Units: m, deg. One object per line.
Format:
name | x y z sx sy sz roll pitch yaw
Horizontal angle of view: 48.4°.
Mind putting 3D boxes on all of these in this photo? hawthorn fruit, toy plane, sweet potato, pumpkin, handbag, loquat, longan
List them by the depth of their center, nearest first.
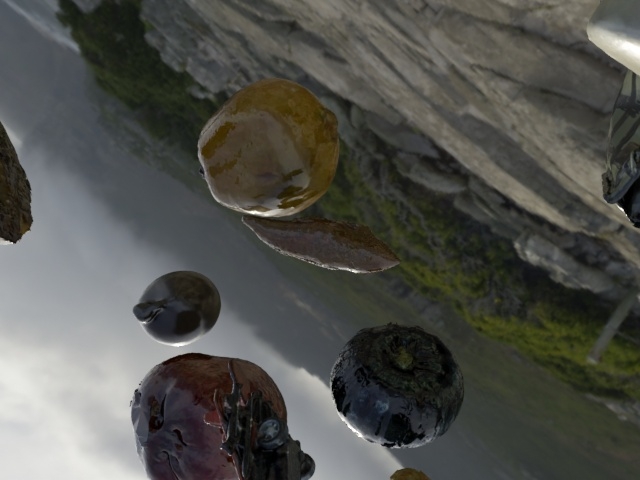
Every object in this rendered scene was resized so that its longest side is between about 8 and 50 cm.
toy plane | -0.033 0.172 0.479 0.130 0.061 0.189 63 180 -39
sweet potato | 0.000 0.000 0.857 0.206 0.068 0.060 12 150 11
loquat | -0.076 -0.128 1.012 0.176 0.234 0.187 -5 -107 -57
handbag | 0.562 -0.210 1.155 0.163 0.325 0.327 16 -159 20
pumpkin | 0.132 0.250 1.240 0.233 0.233 0.163 38 137 32
hawthorn fruit | -0.204 0.351 1.361 0.311 0.295 0.295 12 -171 -27
longan | -0.310 0.144 1.524 0.204 0.185 0.159 -3 -113 -50

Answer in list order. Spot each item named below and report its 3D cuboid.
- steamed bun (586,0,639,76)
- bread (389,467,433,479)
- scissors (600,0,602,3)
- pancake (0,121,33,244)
steamed bun | 0.434 -0.228 0.779 0.242 0.146 0.164 30 -170 -2
bread | 0.116 0.529 1.037 0.165 0.236 0.375 25 -166 6
scissors | 0.519 -0.395 1.278 0.006 0.036 0.083 81 171 -81
pancake | -0.469 -0.154 0.906 0.356 0.065 0.356 156 90 -87
